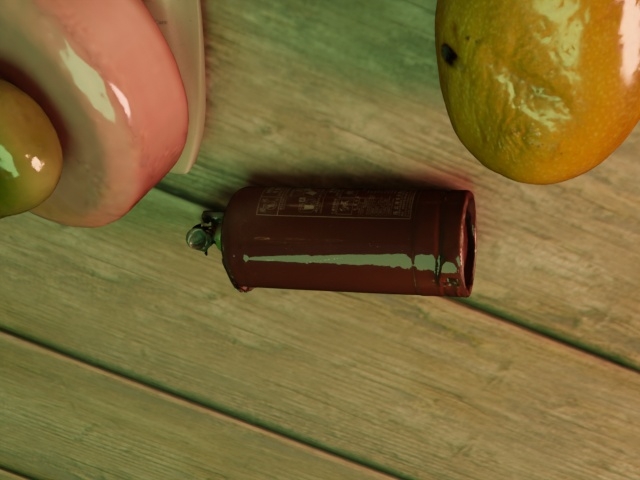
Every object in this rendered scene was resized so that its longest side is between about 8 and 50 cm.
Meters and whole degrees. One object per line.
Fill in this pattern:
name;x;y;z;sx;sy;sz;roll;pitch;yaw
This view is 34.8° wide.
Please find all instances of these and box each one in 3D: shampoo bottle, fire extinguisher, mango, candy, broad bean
shampoo bottle;-0.129;-0.147;0.822;0.072;0.049;0.212;20;138;16
fire extinguisher;0.000;0.000;0.907;0.269;0.104;0.104;1;135;16
mango;0.158;-0.151;0.689;0.157;0.109;0.262;19;133;12
candy;-0.224;-0.130;0.800;0.255;0.094;0.255;23;139;21
broad bean;-0.266;-0.069;0.761;0.174;0.082;0.124;-20;113;37
